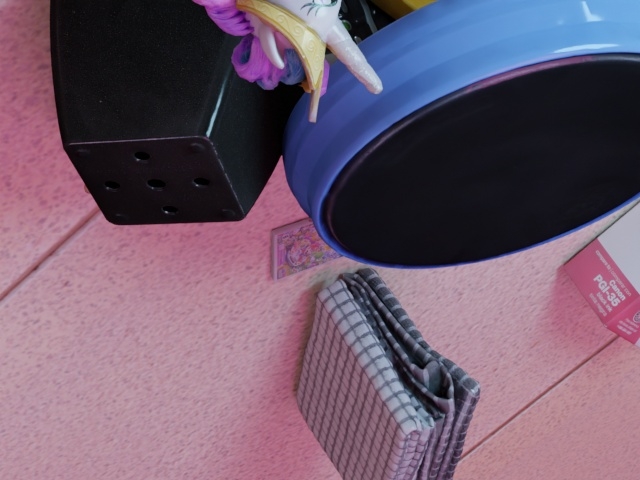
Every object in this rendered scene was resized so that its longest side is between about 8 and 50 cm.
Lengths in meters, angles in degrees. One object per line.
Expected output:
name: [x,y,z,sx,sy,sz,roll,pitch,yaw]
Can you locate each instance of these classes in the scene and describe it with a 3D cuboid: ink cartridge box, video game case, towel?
ink cartridge box: [0.503,0.013,2.023,0.283,0.117,0.207,-41,144,16]
video game case: [0.000,0.000,1.721,0.122,0.011,0.087,-19,144,-17]
towel: [0.077,0.195,1.833,0.121,0.235,0.284,-19,146,-22]

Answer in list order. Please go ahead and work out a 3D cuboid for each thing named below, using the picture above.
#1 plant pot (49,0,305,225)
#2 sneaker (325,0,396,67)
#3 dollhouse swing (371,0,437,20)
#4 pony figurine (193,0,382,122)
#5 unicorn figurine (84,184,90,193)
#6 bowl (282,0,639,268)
plant pot: [-0.127,-0.115,1.275,0.188,0.167,0.187,-2,148,12]
sneaker: [0.027,-0.161,1.473,0.281,0.106,0.162,-4,144,-19]
dollhouse swing: [0.116,-0.270,1.238,0.305,0.315,0.347,-33,153,-35]
pony figurine: [-0.072,-0.299,1.026,0.351,0.303,0.364,19,93,-9]
unicorn figurine: [-0.188,-0.069,1.425,0.060,0.111,0.162,-16,133,7]
bowl: [0.161,-0.089,1.310,0.391,0.077,0.391,-13,155,-6]
